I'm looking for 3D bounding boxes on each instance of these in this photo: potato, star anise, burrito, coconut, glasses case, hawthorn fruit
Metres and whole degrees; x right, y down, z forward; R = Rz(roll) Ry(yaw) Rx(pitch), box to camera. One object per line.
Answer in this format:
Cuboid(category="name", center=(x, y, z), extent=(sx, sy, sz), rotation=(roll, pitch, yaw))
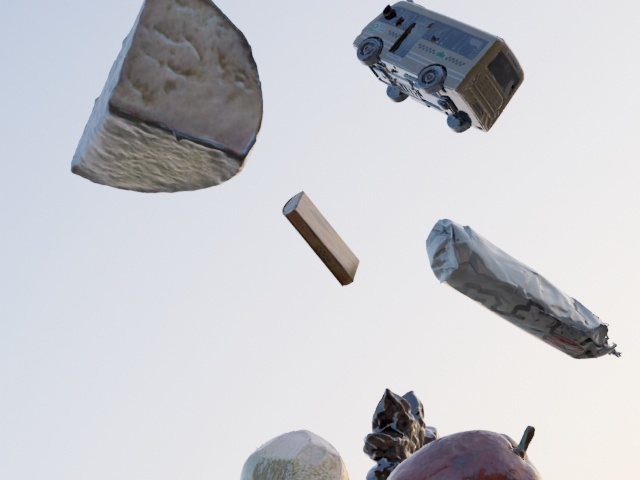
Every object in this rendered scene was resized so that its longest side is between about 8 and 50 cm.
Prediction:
Cuboid(category="potato", center=(-0.192, -0.176, 1.448), extent=(0.189, 0.211, 0.264), rotation=(22, -26, -17))
Cuboid(category="star anise", center=(0.172, 0.461, 2.278), extent=(0.108, 0.315, 0.315), rotation=(-13, -23, 25))
Cuboid(category="burrito", center=(0.384, 0.113, 2.005), extent=(0.445, 0.139, 0.101), rotation=(32, -61, -10))
Cuboid(category="coconut", center=(-0.040, 0.411, 1.838), extent=(0.194, 0.194, 0.194), rotation=(-19, -30, -12))
Cuboid(category="glasses case", center=(0.000, 0.000, 1.874), extent=(0.041, 0.064, 0.170), rotation=(-27, -67, 28))
Cuboid(category="hawthorn fruit", center=(0.182, 0.334, 1.354), extent=(0.224, 0.224, 0.261), rotation=(13, -62, -48))

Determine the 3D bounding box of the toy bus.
Cuboid(category="toy bus", center=(0.196, -0.304, 1.860), extent=(0.157, 0.289, 0.139), rotation=(-51, -46, -5))
